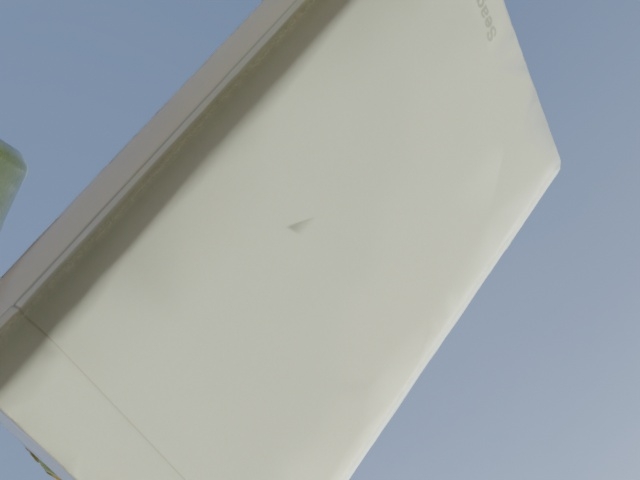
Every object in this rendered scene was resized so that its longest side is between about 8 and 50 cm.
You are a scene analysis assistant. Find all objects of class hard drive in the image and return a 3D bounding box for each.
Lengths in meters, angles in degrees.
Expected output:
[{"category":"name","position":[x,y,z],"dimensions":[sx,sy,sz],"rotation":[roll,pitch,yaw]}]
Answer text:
[{"category":"hard drive","position":[0.000,0.000,0.462],"dimensions":[0.307,0.040,0.203],"rotation":[-51,-48,-23]}]

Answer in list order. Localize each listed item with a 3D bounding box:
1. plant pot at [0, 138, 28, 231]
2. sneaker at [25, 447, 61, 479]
[{"category":"plant pot","position":[-0.344,0.049,0.530],"dimensions":[0.366,0.366,0.353],"rotation":[29,-95,-7]},{"category":"sneaker","position":[-0.049,0.148,0.591],"dimensions":[0.296,0.112,0.131],"rotation":[42,-45,-19]}]
